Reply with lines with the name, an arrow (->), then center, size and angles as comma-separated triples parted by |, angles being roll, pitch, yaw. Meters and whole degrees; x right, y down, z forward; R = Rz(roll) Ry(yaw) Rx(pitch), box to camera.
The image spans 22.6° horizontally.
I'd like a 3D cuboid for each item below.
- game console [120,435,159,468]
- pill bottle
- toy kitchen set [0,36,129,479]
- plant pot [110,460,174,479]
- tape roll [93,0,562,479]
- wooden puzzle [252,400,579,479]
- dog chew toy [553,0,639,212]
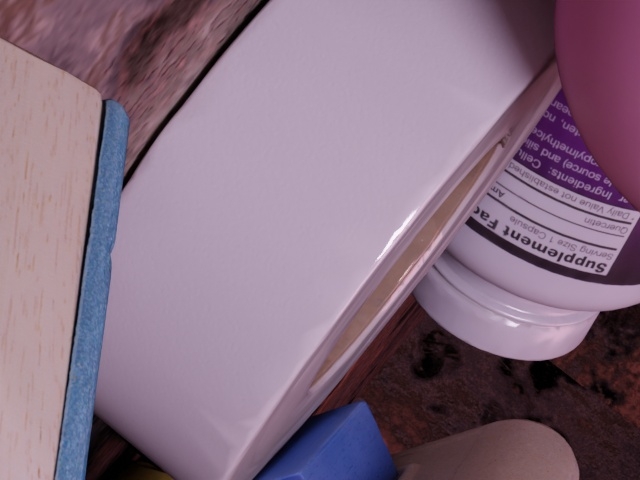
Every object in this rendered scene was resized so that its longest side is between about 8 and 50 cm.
game console -> 0.000, 0.000, 1.042 | 0.361, 0.044, 0.213 | -51, 174, -9
pill bottle -> 0.159, -0.089, 0.896 | 0.181, 0.181, 0.323 | -44, 161, -51
toy kitchen set -> -0.076, 0.081, 0.422 | 0.207, 0.166, 0.122 | -40, -145, 37
plant pot -> -0.108, 0.203, 1.082 | 0.134, 0.134, 0.095 | 56, 49, -83
tape roll -> 0.004, -0.018, 0.730 | 0.286, 0.100, 0.286 | -51, 172, -10
wooden puzzle -> -0.075, 0.174, 0.783 | 0.347, 0.081, 0.322 | -16, -170, 26
dog chew toy -> 0.178, -0.157, 0.552 | 0.206, 0.206, 0.332 | -43, 131, -53
